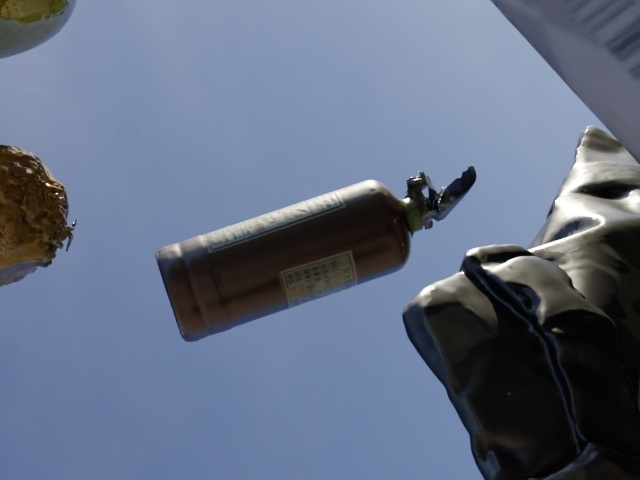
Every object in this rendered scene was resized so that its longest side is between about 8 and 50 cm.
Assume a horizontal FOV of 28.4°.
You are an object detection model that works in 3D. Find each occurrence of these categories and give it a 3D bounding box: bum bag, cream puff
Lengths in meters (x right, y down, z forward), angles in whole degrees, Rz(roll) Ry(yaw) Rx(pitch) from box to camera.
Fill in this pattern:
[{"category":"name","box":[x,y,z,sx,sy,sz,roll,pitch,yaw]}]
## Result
[{"category":"bum bag","box":[0.143,0.035,0.645,0.144,0.095,0.340,43,-144,6]},{"category":"cream puff","box":[-0.382,-0.020,1.483,0.189,0.189,0.129,48,-177,-42]}]

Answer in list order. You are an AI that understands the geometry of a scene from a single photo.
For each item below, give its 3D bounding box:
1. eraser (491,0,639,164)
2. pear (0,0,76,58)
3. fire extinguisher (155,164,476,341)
[{"category":"eraser","box":[0.169,-0.072,0.546,0.397,0.082,0.213,47,-157,-4]},{"category":"pear","box":[-0.430,-0.369,1.616,0.307,0.253,0.253,98,-174,-59]},{"category":"fire extinguisher","box":[0.000,0.000,0.890,0.099,0.231,0.071,78,173,-69]}]
